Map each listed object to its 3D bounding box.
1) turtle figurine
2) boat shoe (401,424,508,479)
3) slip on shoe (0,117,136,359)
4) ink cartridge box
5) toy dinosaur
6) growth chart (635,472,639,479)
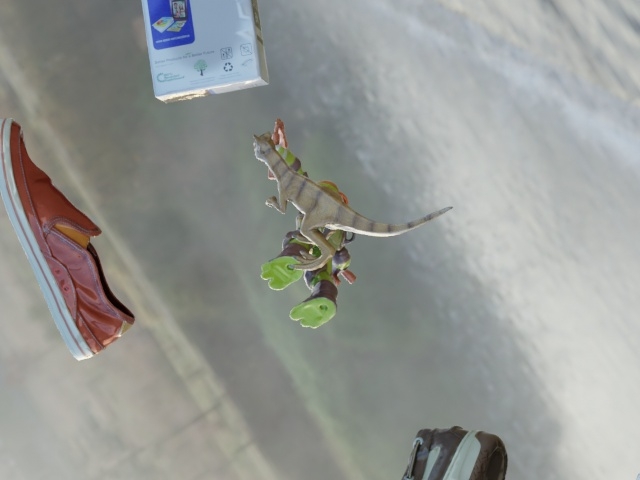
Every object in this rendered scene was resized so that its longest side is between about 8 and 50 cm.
[{"bbox_3d":[0.000,0.000,1.915,0.217,0.087,0.269,-78,-27,-48],"label":"turtle figurine"},{"bbox_3d":[0.074,0.276,1.366,0.095,0.257,0.095,12,148,29],"label":"boat shoe"},{"bbox_3d":[-0.338,-0.010,2.067,0.123,0.101,0.331,-125,11,-84],"label":"slip on shoe"},{"bbox_3d":[-0.181,-0.379,2.331,0.065,0.165,0.333,21,-120,-78],"label":"ink cartridge box"},{"bbox_3d":[0.008,-0.025,1.488,0.211,0.064,0.112,30,133,18],"label":"toy dinosaur"},{"bbox_3d":[0.384,0.314,1.912,0.021,0.172,0.237,20,178,16],"label":"growth chart"}]
